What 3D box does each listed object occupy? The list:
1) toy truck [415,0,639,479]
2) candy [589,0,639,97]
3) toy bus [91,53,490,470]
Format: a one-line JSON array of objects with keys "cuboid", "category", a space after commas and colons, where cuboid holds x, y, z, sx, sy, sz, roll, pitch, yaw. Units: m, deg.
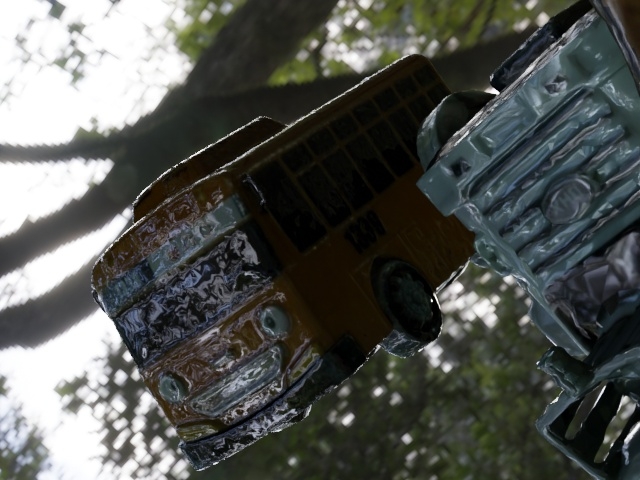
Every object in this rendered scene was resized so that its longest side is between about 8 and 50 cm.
[{"cuboid": [0.180, -0.042, 0.602, 0.184, 0.133, 0.338, 51, -133, 5], "category": "toy truck"}, {"cuboid": [0.080, -0.153, 0.369, 0.143, 0.101, 0.271, -49, -52, -21], "category": "candy"}, {"cuboid": [0.000, 0.000, 0.652, 0.114, 0.098, 0.201, 55, -145, -1], "category": "toy bus"}]
